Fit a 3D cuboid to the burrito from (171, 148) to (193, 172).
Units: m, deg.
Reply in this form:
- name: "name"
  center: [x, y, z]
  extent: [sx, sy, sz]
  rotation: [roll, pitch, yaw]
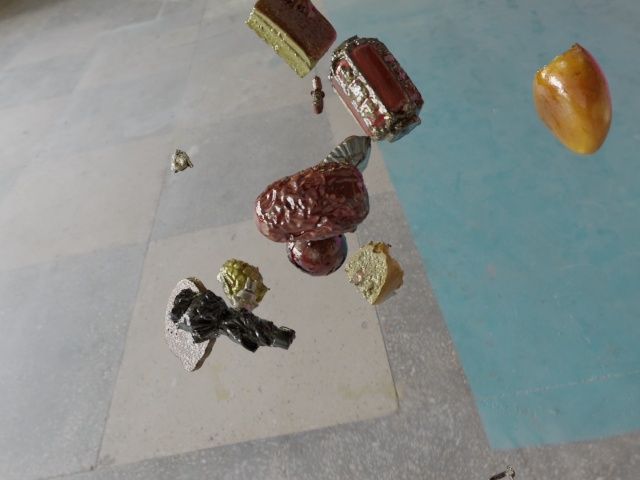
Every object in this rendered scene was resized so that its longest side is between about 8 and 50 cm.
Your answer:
- name: "burrito"
  center: [-0.447, -0.253, 1.386]
  extent: [0.058, 0.063, 0.229]
  rotation: [17, 12, -27]

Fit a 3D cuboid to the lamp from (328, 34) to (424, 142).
- name: "lamp"
  center: [0.139, -0.380, 1.096]
  extent: [0.177, 0.177, 0.273]
  rotation: [-35, 86, -19]

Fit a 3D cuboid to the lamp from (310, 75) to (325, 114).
- name: "lamp"
  center: [-0.007, -0.311, 0.948]
  extent: [0.031, 0.063, 0.083]
  rotation: [-7, 60, 8]

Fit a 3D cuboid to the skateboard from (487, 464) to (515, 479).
- name: "skateboard"
  center: [0.417, 0.547, 0.957]
  extent: [0.064, 0.032, 0.083]
  rotation: [-21, 17, -1]

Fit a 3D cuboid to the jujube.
- name: "jujube"
  center: [-0.015, -0.052, 0.651]
  extent: [0.176, 0.112, 0.109]
  rotation: [-15, 17, 9]

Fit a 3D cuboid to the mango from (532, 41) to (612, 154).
- name: "mango"
  center: [0.572, -0.305, 0.980]
  extent: [0.126, 0.252, 0.154]
  rotation: [-34, 19, -12]

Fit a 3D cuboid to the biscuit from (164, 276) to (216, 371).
- name: "biscuit"
  center: [-0.417, 0.265, 1.400]
  extent: [0.257, 0.272, 0.049]
  rotation: [37, 23, 35]

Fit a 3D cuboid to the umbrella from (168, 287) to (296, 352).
- name: "umbrella"
  center: [-0.244, 0.241, 1.171]
  extent: [0.337, 0.154, 0.128]
  rotation: [27, 25, -3]

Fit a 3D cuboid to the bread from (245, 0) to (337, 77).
- name: "bread"
  center: [-0.077, -0.627, 1.271]
  extent: [0.111, 0.234, 0.184]
  rotation: [-25, 31, 52]

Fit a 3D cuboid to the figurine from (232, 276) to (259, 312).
- name: "figurine"
  center: [-0.239, 0.189, 1.296]
  extent: [0.098, 0.081, 0.146]
  rotation: [-30, 37, 31]

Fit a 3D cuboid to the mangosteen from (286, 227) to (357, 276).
- name: "mangosteen"
  center: [0.000, 0.000, 1.095]
  extent: [0.166, 0.166, 0.180]
  rotation: [35, 101, 36]

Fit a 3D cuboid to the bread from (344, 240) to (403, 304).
- name: "bread"
  center: [0.219, 0.111, 1.623]
  extent: [0.184, 0.224, 0.211]
  rotation: [34, 98, 27]

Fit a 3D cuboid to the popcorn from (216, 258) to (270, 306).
- name: "popcorn"
  center: [-0.309, 0.163, 1.722]
  extent: [0.170, 0.217, 0.189]
  rotation: [-24, 27, -17]

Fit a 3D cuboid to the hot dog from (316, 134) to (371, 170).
- name: "hot dog"
  center: [0.043, -0.158, 0.928]
  extent: [0.082, 0.270, 0.162]
  rotation: [40, 99, 1]
